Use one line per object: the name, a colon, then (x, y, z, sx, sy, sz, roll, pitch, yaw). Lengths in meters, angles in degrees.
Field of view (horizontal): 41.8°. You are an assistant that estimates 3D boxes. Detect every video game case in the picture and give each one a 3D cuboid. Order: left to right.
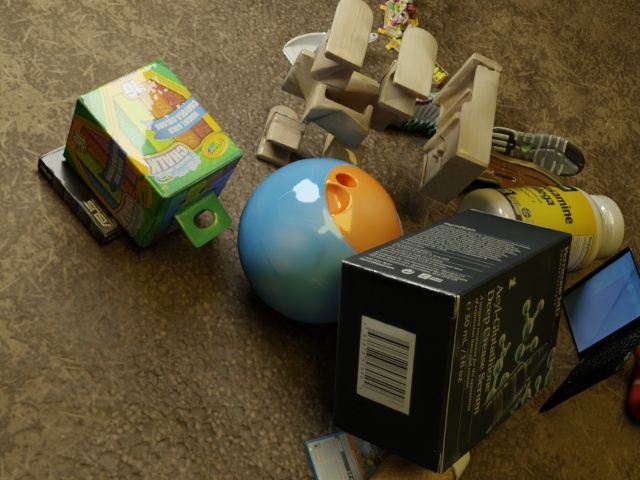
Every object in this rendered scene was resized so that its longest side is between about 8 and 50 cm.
video game case: (0.064, 0.383, 1.433, 0.166, 0.015, 0.119, -8, 65, -28)

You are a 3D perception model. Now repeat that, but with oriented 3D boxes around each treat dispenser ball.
treat dispenser ball: (0.000, 0.000, 1.458, 0.288, 0.288, 0.288, 11, 58, -19)

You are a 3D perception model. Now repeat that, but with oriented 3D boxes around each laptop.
laptop: (0.516, 0.174, 1.629, 0.136, 0.234, 0.264, 48, 54, 8)

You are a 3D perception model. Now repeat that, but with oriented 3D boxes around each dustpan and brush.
dustpan and brush: (0.041, -0.416, 1.863, 0.211, 0.060, 0.147, -26, 75, -34)

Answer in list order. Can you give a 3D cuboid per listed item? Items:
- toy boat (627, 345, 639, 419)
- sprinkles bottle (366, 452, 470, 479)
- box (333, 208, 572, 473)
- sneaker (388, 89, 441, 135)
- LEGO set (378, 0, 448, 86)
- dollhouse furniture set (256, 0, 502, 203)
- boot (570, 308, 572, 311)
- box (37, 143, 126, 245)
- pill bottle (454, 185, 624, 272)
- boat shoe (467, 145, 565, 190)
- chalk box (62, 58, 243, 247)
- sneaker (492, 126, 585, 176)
toy boat: (0.691, 0.249, 1.705, 0.151, 0.151, 0.231, 47, 50, -18)
sprinkles bottle: (0.101, 0.443, 1.336, 0.121, 0.121, 0.355, 43, 57, 3)
box: (0.224, 0.144, 1.388, 0.212, 0.293, 0.396, 16, 24, 35)
sneaker: (0.226, -0.270, 1.853, 0.224, 0.083, 0.098, -18, 77, -32)
LEGO set: (0.221, -0.503, 1.969, 0.132, 0.107, 0.286, -4, 64, -27)
dollhouse furniture set: (0.130, -0.279, 1.631, 0.394, 0.362, 0.256, 22, 58, -13)
boot: (0.599, 0.160, 1.798, 0.106, 0.037, 0.114, 40, 49, 18)
box: (-0.372, -0.109, 1.502, 0.184, 0.045, 0.190, -34, 79, -38)
pill bottle: (0.458, -0.020, 1.745, 0.334, 0.188, 0.187, -4, 64, -27)
boat shoe: (0.392, -0.128, 1.840, 0.308, 0.111, 0.104, 20, 71, -14)
chalk box: (-0.266, -0.123, 1.420, 0.289, 0.179, 0.180, 48, 53, 7)
sneaker: (0.480, -0.213, 1.899, 0.229, 0.086, 0.132, 19, 15, 4)
